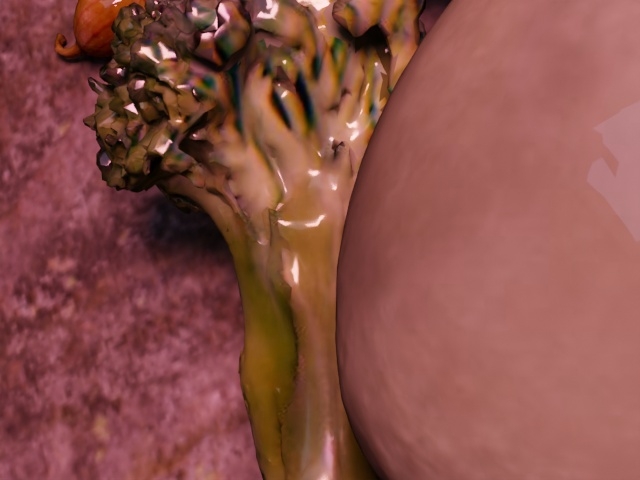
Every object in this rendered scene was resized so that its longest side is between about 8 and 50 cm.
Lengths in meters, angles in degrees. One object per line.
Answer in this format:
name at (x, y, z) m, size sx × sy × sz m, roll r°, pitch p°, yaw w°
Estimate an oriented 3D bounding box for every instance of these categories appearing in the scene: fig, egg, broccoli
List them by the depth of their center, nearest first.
egg at (0.158, -0.023, 0.508) m, size 0.258 × 0.258 × 0.352 m, roll 41°, pitch 93°, yaw 30°
broccoli at (0.015, -0.011, 0.666) m, size 0.198 × 0.177 × 0.275 m, roll -26°, pitch 91°, yaw -22°
fig at (-0.130, -0.127, 0.803) m, size 0.083 × 0.050 × 0.050 m, roll -23°, pitch 62°, yaw 38°
